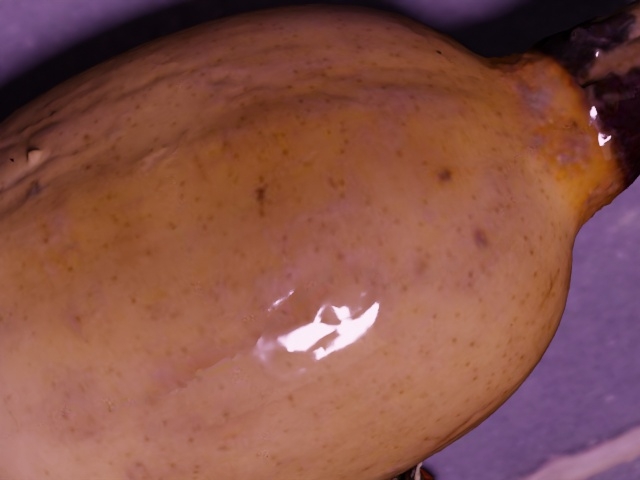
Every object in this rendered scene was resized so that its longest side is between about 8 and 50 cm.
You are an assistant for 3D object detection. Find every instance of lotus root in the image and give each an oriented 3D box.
[{"bbox_3d":[0.000,0.000,0.701,0.310,0.183,0.183,-22,128,5],"label":"lotus root"}]

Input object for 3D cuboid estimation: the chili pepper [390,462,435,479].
[{"bbox_3d":[0.016,0.168,0.924,0.050,0.059,0.268,32,130,16],"label":"chili pepper"}]
